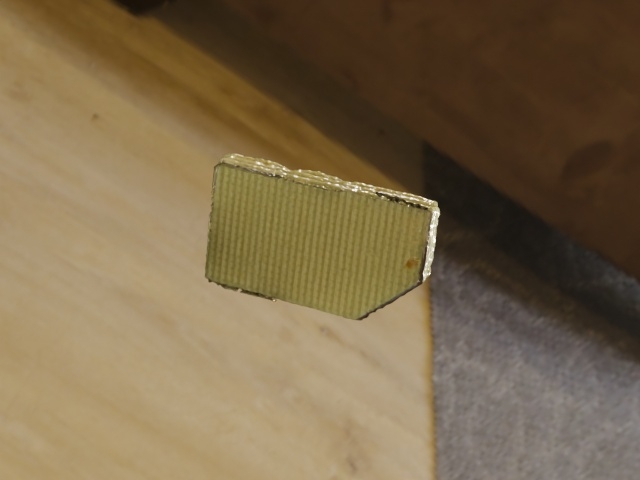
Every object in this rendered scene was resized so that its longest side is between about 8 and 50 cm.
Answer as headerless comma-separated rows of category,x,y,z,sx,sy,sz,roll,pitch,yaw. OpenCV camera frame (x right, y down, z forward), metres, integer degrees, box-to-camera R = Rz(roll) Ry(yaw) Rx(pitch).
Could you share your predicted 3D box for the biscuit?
biscuit,0.000,0.000,1.468,0.252,0.150,0.052,13,24,20
